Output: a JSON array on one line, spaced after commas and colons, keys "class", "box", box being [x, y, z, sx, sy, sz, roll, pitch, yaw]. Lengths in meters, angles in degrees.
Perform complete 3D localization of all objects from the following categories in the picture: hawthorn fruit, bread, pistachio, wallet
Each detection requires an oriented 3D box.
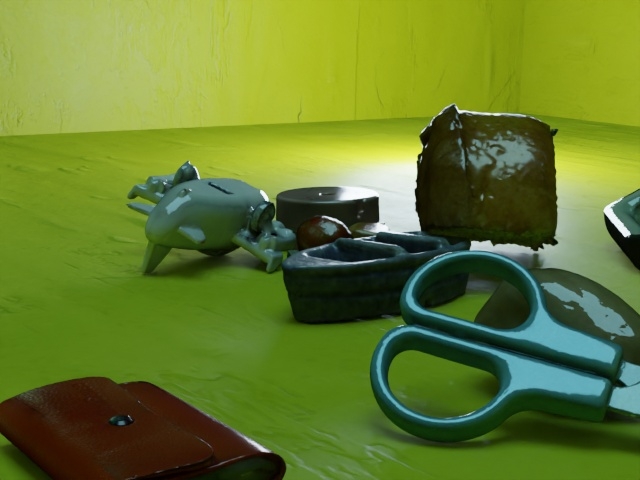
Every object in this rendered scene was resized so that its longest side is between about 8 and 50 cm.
[{"class": "hawthorn fruit", "box": [0.006, 0.001, 1.551, 0.077, 0.077, 0.077, 1, 11, 0]}, {"class": "bread", "box": [0.224, -0.084, 1.580, 0.194, 0.179, 0.340, 4, -4, 6]}, {"class": "pistachio", "box": [0.224, 0.089, 1.053, 0.185, 0.108, 0.126, 19, 32, 34]}, {"class": "wallet", "box": [-0.137, 0.147, 0.864, 0.142, 0.045, 0.204, -6, 13, -33]}, {"class": "bread", "box": [0.064, 0.001, 1.619, 0.062, 0.049, 0.103, 10, 10, 2]}]

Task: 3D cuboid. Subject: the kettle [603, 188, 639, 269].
[{"class": "kettle", "box": [0.581, -0.052, 1.606, 0.361, 0.250, 0.377, -28, 11, -3]}]

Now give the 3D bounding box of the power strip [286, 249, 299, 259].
[{"class": "power strip", "box": [-0.030, 0.033, 1.506, 0.017, 0.027, 0.083, -1, 13, -13]}]

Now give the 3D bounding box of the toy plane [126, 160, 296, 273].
[{"class": "toy plane", "box": [-0.153, -0.024, 1.579, 0.244, 0.117, 0.245, 17, 17, -5]}]

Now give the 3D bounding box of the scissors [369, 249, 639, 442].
[{"class": "scissors", "box": [0.262, 0.123, 0.936, 0.447, 0.029, 0.193, 15, 52, 20]}]

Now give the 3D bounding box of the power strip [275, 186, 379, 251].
[{"class": "power strip", "box": [0.009, -0.031, 1.700, 0.154, 0.078, 0.154, -2, 11, 0]}]

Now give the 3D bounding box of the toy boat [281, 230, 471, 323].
[{"class": "toy boat", "box": [0.061, 0.036, 1.371, 0.127, 0.078, 0.283, 13, 16, 42]}]
